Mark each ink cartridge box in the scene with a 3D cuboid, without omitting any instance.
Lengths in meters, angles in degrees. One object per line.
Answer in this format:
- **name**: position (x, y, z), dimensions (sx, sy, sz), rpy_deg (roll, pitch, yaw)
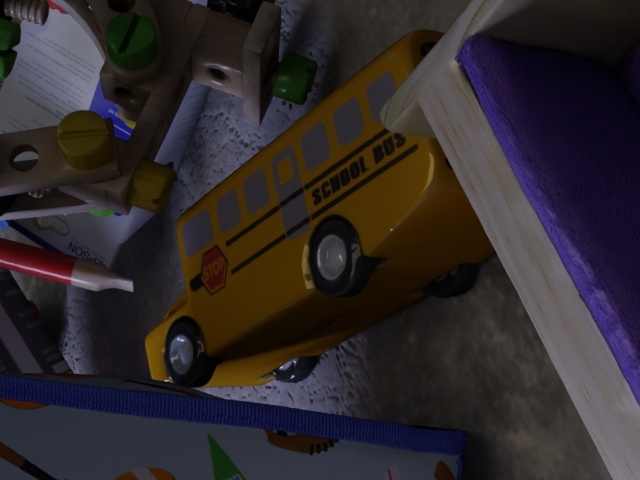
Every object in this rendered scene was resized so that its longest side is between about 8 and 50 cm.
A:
- **ink cartridge box**: position (-0.181, -0.142, 1.045), dimensions (0.165, 0.065, 0.332), rpy_deg (32, 114, 14)

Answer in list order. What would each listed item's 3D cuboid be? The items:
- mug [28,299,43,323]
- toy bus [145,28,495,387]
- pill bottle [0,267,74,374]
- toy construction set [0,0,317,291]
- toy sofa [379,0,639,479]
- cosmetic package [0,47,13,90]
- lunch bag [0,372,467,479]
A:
- **mug**: position (-0.365, 0.131, 1.221), dimensions (0.113, 0.169, 0.150), rpy_deg (49, 139, 46)
- **toy bus**: position (0.000, 0.000, 0.833), dimensions (0.333, 0.108, 0.130), rpy_deg (-34, 63, 45)
- **pill bottle**: position (-0.306, 0.160, 1.040), dimensions (0.210, 0.210, 0.363), rpy_deg (-32, 89, 45)
- **toy construction set**: position (-0.139, -0.077, 0.909), dimensions (0.257, 0.237, 0.308), rpy_deg (-77, 3, -46)
- **toy sofa**: position (0.189, 0.020, 0.570), dimensions (0.177, 0.150, 0.362), rpy_deg (-49, 53, 39)
- **cosmetic package**: position (-0.445, -0.103, 1.353), dimensions (0.129, 0.153, 0.296), rpy_deg (37, 115, 47)
- **lunch bag**: position (-0.109, 0.251, 0.759), dimensions (0.239, 0.386, 0.327), rpy_deg (112, 164, -82)
